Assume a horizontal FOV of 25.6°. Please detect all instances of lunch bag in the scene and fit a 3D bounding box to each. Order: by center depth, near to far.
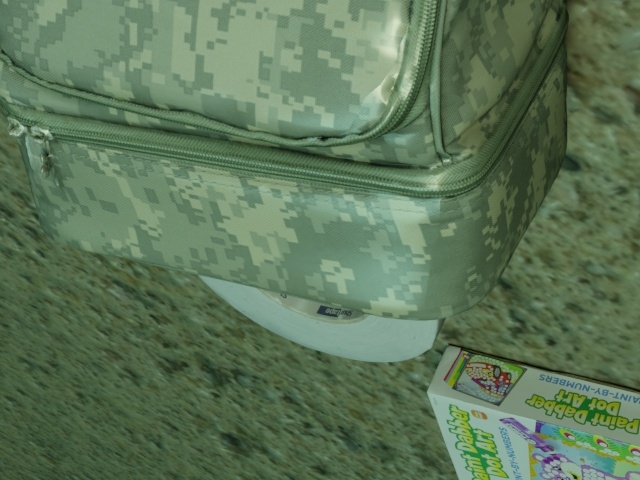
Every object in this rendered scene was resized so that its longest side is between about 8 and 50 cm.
[{"bbox_3d":[-0.029,-0.127,0.747,0.305,0.212,0.256,13,131,23],"label":"lunch bag"}]

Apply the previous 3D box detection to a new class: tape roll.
[{"bbox_3d":[0.000,0.000,1.046,0.219,0.072,0.219,21,151,12],"label":"tape roll"}]

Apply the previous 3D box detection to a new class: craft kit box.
[{"bbox_3d":[0.232,0.200,1.191,0.247,0.061,0.250,14,148,28],"label":"craft kit box"}]
